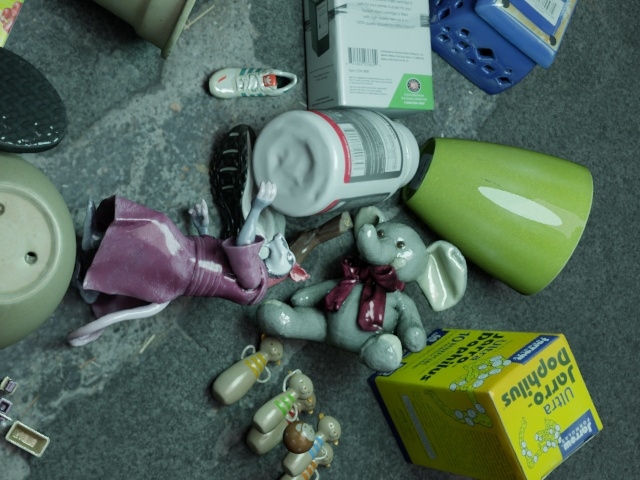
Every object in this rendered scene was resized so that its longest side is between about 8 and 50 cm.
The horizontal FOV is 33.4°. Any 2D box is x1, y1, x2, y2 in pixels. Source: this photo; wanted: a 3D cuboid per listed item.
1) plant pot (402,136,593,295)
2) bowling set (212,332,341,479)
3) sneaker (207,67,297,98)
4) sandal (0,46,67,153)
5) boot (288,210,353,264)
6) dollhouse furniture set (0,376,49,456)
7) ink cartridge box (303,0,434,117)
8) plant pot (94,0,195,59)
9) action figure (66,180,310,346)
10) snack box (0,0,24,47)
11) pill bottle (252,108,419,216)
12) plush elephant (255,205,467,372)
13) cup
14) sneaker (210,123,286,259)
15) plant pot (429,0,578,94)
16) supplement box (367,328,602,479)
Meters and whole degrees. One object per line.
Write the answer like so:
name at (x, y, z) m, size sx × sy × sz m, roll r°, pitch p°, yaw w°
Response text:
plant pot at (0.315, -0.078, 2.030) m, size 0.293 × 0.275 × 0.275 m, roll 24°, pitch 75°, yaw -12°
bowling set at (-0.031, 0.311, 1.824) m, size 0.154 × 0.200 × 0.287 m, roll -40°, pitch 111°, yaw -28°
sneaker at (-0.116, -0.279, 1.868) m, size 0.161 × 0.075 × 0.057 m, roll -5°, pitch 90°, yaw -31°
sandal at (-0.584, -0.222, 1.522) m, size 0.445 × 0.107 × 0.168 m, roll 15°, pitch 58°, yaw -17°
boot at (0.000, 0.000, 1.843) m, size 0.037 × 0.114 × 0.106 m, roll 52°, pitch 35°, yaw -29°
dollhouse furniture set at (-0.451, 0.276, 1.634) m, size 0.114 × 0.081 × 0.091 m, roll 37°, pitch 70°, yaw -24°
ink cartridge box at (0.088, -0.378, 1.968) m, size 0.211 × 0.121 × 0.289 m, roll -1°, pitch 88°, yaw -31°
plant pot at (-0.312, -0.493, 1.642) m, size 0.305 × 0.334 × 0.334 m, roll 23°, pitch 76°, yaw -13°
action figure at (-0.194, 0.045, 1.676) m, size 0.370 × 0.248 × 0.276 m, roll 10°, pitch 77°, yaw -15°
snack box at (-0.569, -0.353, 1.604) m, size 0.207 × 0.070 × 0.175 m, roll 26°, pitch 76°, yaw -26°
pill bottle at (0.041, -0.140, 1.854) m, size 0.318 × 0.176 × 0.176 m, roll -11°, pitch 93°, yaw -55°
plush elephant at (0.100, 0.074, 1.878) m, size 0.330 × 0.271 × 0.255 m, roll 9°, pitch 97°, yaw -59°
cup at (-0.487, 0.007, 1.537) m, size 0.331 × 0.237 × 0.331 m, roll 2°, pitch 86°, yaw -31°
sneaker at (-0.117, -0.067, 1.854) m, size 0.108 × 0.100 × 0.272 m, roll -15°, pitch 101°, yaw -41°
plant pot at (0.361, -0.455, 2.085) m, size 0.236 × 0.212 × 0.236 m, roll 33°, pitch 71°, yaw -25°
supplement box at (0.286, 0.290, 1.916) m, size 0.194 × 0.356 × 0.195 m, roll -32°, pitch 104°, yaw -29°
